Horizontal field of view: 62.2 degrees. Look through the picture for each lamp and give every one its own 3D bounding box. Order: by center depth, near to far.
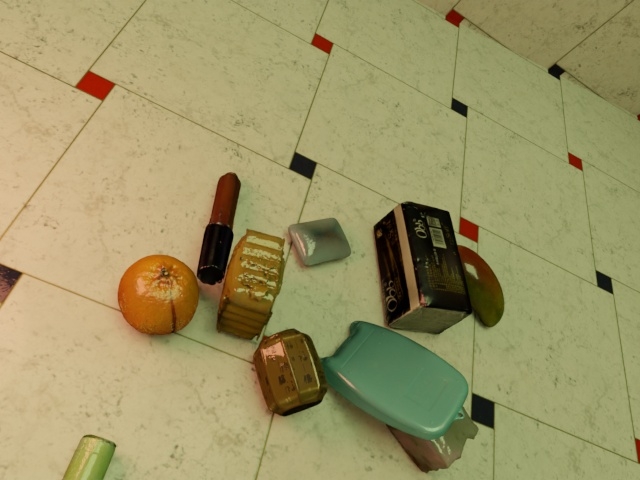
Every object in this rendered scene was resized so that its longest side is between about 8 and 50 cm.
[{"bbox_3d":[-0.074,0.319,1.291,0.161,0.161,0.185,-5,61,-31],"label":"lamp"}]

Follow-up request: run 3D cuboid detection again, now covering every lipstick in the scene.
[{"bbox_3d":[-0.478,0.522,0.993,0.076,0.076,0.304,25,53,-13],"label":"lipstick"},{"bbox_3d":[-0.263,-0.051,1.416,0.077,0.077,0.418,20,38,-17],"label":"lipstick"}]

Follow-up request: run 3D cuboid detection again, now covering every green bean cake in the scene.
[{"bbox_3d":[-0.176,0.111,1.319,0.131,0.229,0.224,16,52,-11],"label":"green bean cake"}]

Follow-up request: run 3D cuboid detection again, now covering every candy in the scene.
[{"bbox_3d":[0.295,0.481,1.398,0.185,0.137,0.195,-28,74,-38],"label":"candy"},{"bbox_3d":[0.000,0.000,1.582,0.174,0.071,0.138,-11,67,-34],"label":"candy"}]

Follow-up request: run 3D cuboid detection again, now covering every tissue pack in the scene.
[{"bbox_3d":[0.306,0.075,1.620,0.210,0.198,0.369,10,56,-20],"label":"tissue pack"}]

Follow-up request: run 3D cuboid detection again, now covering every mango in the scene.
[{"bbox_3d":[0.507,0.139,1.740,0.289,0.129,0.146,50,48,-4],"label":"mango"}]

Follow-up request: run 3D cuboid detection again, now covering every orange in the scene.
[{"bbox_3d":[-0.376,0.124,1.243,0.193,0.161,0.193,8,62,-15],"label":"orange"}]

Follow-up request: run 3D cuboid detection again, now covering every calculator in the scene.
[{"bbox_3d":[0.194,0.350,1.370,0.386,0.054,0.256,28,46,24],"label":"calculator"}]
